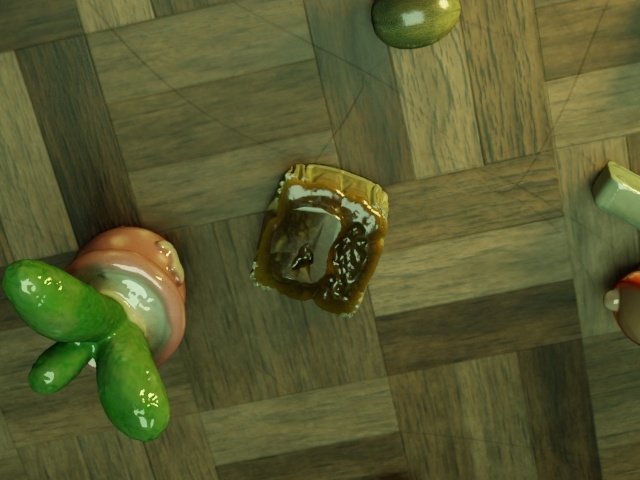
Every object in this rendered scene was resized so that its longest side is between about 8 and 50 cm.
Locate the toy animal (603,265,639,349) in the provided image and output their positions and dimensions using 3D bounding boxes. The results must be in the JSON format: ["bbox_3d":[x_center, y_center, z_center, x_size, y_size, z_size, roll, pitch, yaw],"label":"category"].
[{"bbox_3d":[0.555,0.113,1.621,0.197,0.171,0.171,28,109,-29],"label":"toy animal"}]

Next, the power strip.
[{"bbox_3d":[0.599,0.000,1.593,0.385,0.091,0.062,29,116,-3],"label":"power strip"}]

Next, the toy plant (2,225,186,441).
[{"bbox_3d":[-0.325,0.102,1.526,0.210,0.356,0.317,-27,110,18],"label":"toy plant"}]

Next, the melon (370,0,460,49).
[{"bbox_3d":[0.137,-0.327,1.489,0.130,0.098,0.098,-6,111,3],"label":"melon"}]

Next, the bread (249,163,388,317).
[{"bbox_3d":[0.001,-0.001,1.608,0.192,0.110,0.210,20,110,-6],"label":"bread"}]
